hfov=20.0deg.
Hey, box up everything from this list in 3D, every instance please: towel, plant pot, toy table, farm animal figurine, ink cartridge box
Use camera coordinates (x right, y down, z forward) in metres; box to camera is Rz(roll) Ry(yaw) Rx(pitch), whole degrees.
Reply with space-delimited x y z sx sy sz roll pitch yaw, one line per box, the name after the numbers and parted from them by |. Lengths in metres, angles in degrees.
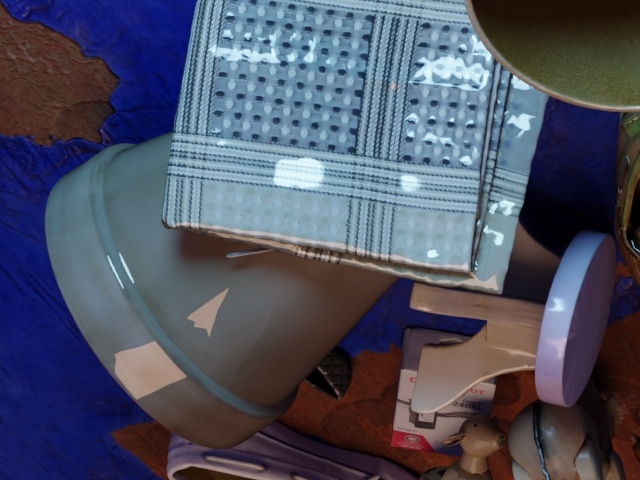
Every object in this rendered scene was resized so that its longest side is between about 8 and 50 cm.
0.040 -0.131 1.588 0.324 0.312 0.056 10 177 2 | towel
-0.056 -0.004 1.759 0.280 0.323 0.323 -33 123 19 | plant pot
0.192 0.065 1.802 0.161 0.252 0.274 13 173 15 | toy table
0.243 -0.269 1.382 0.237 0.254 0.237 8 139 7 | plant pot
0.255 0.235 1.954 0.330 0.172 0.327 -12 164 5 | farm animal figurine
0.140 0.175 2.053 0.109 0.063 0.150 9 139 5 | ink cartridge box

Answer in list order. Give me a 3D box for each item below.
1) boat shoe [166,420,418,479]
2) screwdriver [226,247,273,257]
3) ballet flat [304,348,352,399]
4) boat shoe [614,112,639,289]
-0.020 0.324 2.192 0.367 0.156 0.136 27 138 -15 | boat shoe
0.000 0.000 1.621 0.170 0.024 0.025 -10 176 2 | screwdriver
-0.042 0.128 2.059 0.173 0.049 0.057 22 137 -10 | ballet flat
0.331 -0.014 1.759 0.111 0.104 0.307 -4 136 19 | boat shoe
